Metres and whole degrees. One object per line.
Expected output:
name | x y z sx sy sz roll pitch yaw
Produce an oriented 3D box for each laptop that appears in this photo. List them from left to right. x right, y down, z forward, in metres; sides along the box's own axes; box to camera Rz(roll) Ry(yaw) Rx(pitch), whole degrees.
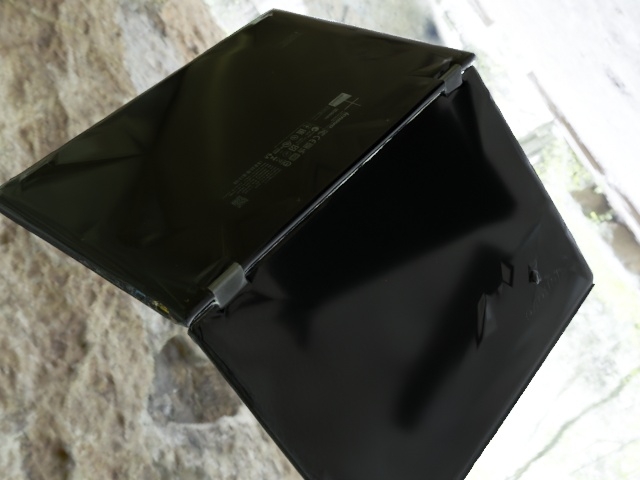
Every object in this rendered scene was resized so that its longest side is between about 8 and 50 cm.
laptop | 0.000 0.000 0.664 0.408 0.382 0.236 25 143 32
